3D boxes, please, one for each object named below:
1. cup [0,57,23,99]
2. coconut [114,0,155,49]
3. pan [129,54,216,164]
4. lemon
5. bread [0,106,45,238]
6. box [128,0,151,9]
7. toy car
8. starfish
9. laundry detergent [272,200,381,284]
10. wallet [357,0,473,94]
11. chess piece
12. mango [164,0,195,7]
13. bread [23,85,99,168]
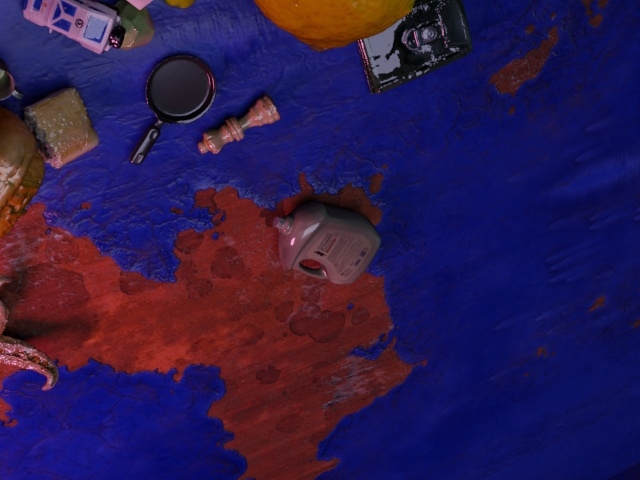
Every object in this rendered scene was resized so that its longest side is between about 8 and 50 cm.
[{"bbox_3d":[-0.531,-0.271,1.339,0.075,0.083,0.054,5,116,-29],"label":"cup"},{"bbox_3d":[-0.328,-0.373,1.386,0.081,0.083,0.082,-42,128,-50],"label":"coconut"},{"bbox_3d":[-0.292,-0.244,1.514,0.136,0.028,0.235,31,99,-37],"label":"pan"},{"bbox_3d":[0.027,-0.497,1.331,0.350,0.350,0.387,0,126,-27],"label":"lemon"},{"bbox_3d":[-0.563,-0.103,1.353,0.236,0.198,0.120,-51,135,6],"label":"bread"},{"bbox_3d":[-0.323,-0.537,1.184,0.225,0.143,0.341,-22,138,37],"label":"box"},{"bbox_3d":[-0.402,-0.367,1.321,0.171,0.070,0.080,25,108,-6],"label":"toy car"},{"bbox_3d":[-0.670,0.212,1.558,0.327,0.094,0.375,12,120,-21],"label":"starfish"},{"bbox_3d":[0.000,0.000,1.777,0.253,0.091,0.181,20,114,-35],"label":"laundry detergent"},{"bbox_3d":[0.193,-0.412,1.650,0.236,0.055,0.160,-26,121,-10],"label":"wallet"},{"bbox_3d":[-0.164,-0.222,1.581,0.172,0.060,0.060,-31,128,-4],"label":"chess piece"},{"bbox_3d":[-0.236,-0.456,1.396,0.073,0.056,0.108,16,108,-39],"label":"mango"},{"bbox_3d":[-0.460,-0.199,1.419,0.106,0.082,0.125,-40,125,-35],"label":"bread"}]
